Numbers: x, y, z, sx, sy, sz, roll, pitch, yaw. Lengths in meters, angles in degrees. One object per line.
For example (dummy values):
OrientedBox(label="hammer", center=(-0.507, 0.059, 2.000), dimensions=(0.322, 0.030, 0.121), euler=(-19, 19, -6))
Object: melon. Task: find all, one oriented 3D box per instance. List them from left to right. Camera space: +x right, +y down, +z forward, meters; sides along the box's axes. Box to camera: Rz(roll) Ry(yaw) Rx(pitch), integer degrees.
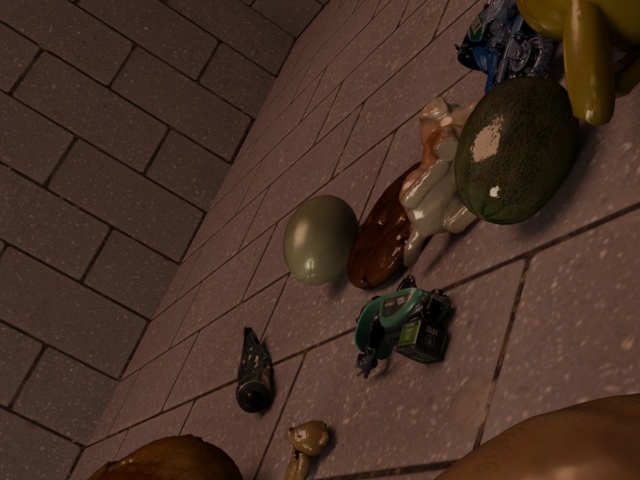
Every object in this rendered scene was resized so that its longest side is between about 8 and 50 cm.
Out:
OrientedBox(label="melon", center=(0.200, -0.095, 0.839), dimensions=(0.167, 0.114, 0.114), euler=(-65, 16, -13))

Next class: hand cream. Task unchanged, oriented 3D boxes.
OrientedBox(label="hand cream", center=(-0.117, 0.213, 1.345), dimensions=(0.075, 0.052, 0.248), euler=(-56, 15, 5))

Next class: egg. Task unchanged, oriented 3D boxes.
OrientedBox(label="egg", center=(0.000, 0.000, 1.272), dimensions=(0.114, 0.114, 0.152), euler=(-33, 28, 57))

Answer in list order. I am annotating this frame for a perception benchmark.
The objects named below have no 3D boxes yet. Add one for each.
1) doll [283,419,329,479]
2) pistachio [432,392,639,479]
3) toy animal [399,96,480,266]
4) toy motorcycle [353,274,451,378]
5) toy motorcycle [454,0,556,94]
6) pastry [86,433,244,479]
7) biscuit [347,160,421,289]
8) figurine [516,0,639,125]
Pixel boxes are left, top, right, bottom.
OrientedBox(label="doll", center=(-0.018, 0.260, 0.997), dimensions=(0.061, 0.051, 0.093), euler=(-109, 23, -70))
OrientedBox(label="pistachio", center=(0.129, 0.180, 0.445), dimensions=(0.293, 0.162, 0.181), euler=(-48, -8, 33))
OrientedBox(label="toy animal", center=(0.144, -0.082, 1.029), dimensions=(0.185, 0.104, 0.184), euler=(-90, 25, -55))
OrientedBox(label="toy motorcycle", center=(0.083, 0.098, 0.938), dimensions=(0.173, 0.058, 0.100), euler=(-26, 41, 60))
OrientedBox(label="toy motorcycle", center=(0.236, -0.250, 1.075), dimensions=(0.254, 0.092, 0.135), euler=(-93, 28, -49))
OrientedBox(label="pastry", center=(-0.229, 0.407, 1.050), dimensions=(0.356, 0.164, 0.356), euler=(-30, 26, 16))
OrientedBox(label="biscuit", center=(0.103, -0.026, 1.150), dimensions=(0.212, 0.036, 0.212), euler=(-51, 16, 21))
OrientedBox(label="figurine", center=(0.258, -0.234, 0.749), dimensions=(0.218, 0.169, 0.327), euler=(-65, -11, 20))
